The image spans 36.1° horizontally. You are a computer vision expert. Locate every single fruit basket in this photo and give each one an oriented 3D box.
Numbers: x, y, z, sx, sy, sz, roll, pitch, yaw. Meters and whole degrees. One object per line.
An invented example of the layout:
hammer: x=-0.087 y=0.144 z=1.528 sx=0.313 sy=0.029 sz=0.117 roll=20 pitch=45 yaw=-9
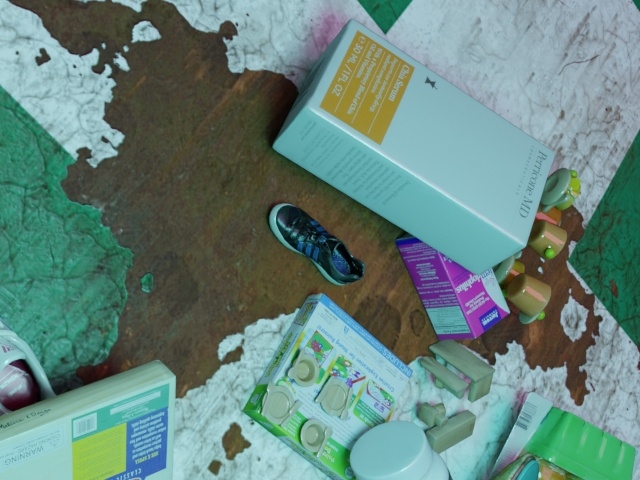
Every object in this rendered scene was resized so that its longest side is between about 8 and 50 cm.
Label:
fruit basket: x=0.456 y=0.517 z=1.961 sx=0.327 sy=0.165 sz=0.353 roll=28 pitch=89 yaw=-21

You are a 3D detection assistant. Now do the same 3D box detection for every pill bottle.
pill bottle: x=0.162 y=0.458 z=1.697 sx=0.161 sy=0.161 sz=0.283 roll=-42 pitch=122 yaw=-32

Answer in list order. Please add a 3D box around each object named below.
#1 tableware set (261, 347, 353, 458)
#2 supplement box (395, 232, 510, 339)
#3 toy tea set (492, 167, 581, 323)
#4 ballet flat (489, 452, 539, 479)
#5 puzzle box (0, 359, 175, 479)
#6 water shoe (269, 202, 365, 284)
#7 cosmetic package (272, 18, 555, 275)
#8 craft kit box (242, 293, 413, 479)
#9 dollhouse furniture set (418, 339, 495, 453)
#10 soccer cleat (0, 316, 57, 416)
tableware set: x=-0.019 y=0.272 z=1.658 sx=0.168 sy=0.020 sz=0.141 roll=43 pitch=62 yaw=-23
supplement box: x=0.254 y=0.070 z=1.888 sx=0.111 sy=0.114 sz=0.220 roll=-31 pitch=103 yaw=-33
toy tea set: x=0.444 y=0.024 z=1.976 sx=0.124 sy=0.200 sz=0.336 roll=32 pitch=66 yaw=-18
ballet flat: x=0.304 y=0.549 z=1.819 sx=0.123 sy=0.123 sz=0.349 roll=14 pitch=91 yaw=-33
puzzle box: x=-0.386 y=0.345 z=1.350 sx=0.408 sy=0.052 sz=0.272 roll=-16 pitch=126 yaw=-36
water shoe: x=0.000 y=0.000 z=1.738 sx=0.203 sy=0.080 sz=0.073 roll=40 pitch=62 yaw=-24
cosmetic package: x=0.171 y=-0.161 z=1.754 sx=0.453 sy=0.161 sz=0.230 roll=31 pitch=59 yaw=-12
craft kit box: x=0.020 y=0.265 z=1.731 sx=0.250 sy=0.061 sz=0.247 roll=42 pitch=59 yaw=-23
dollhouse furniture set: x=0.231 y=0.299 z=1.889 sx=0.144 sy=0.123 sz=0.151 roll=-20 pitch=129 yaw=-35
soccer cleat: x=-0.475 y=0.121 z=1.347 sx=0.116 sy=0.143 sz=0.331 roll=-46 pitch=109 yaw=-31
